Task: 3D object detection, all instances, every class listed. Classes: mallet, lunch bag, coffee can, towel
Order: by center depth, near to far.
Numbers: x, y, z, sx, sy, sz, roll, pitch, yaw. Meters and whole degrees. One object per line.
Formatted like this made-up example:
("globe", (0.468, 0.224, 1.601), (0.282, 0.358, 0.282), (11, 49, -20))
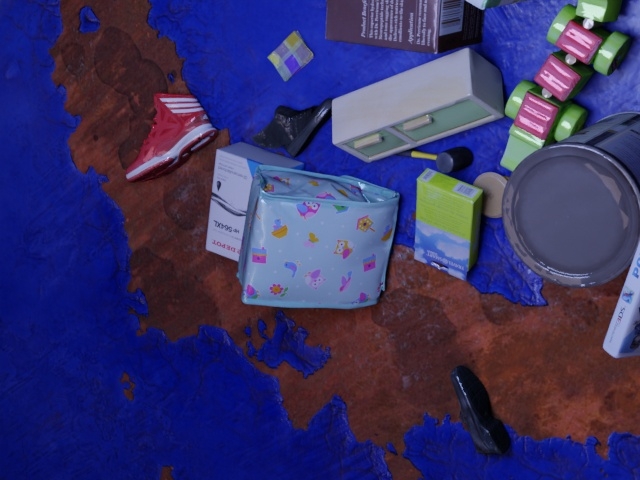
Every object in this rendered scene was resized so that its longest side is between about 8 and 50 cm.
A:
("coffee can", (0.409, -0.066, 1.650), (0.202, 0.275, 0.201), (11, 110, 31))
("mallet", (0.157, -0.143, 1.921), (0.190, 0.062, 0.039), (9, 109, 31))
("lunch bag", (0.000, 0.000, 2.001), (0.262, 0.160, 0.223), (5, 112, -12))
("towel", (-0.053, -0.327, 2.033), (0.083, 0.009, 0.060), (-37, 84, 35))

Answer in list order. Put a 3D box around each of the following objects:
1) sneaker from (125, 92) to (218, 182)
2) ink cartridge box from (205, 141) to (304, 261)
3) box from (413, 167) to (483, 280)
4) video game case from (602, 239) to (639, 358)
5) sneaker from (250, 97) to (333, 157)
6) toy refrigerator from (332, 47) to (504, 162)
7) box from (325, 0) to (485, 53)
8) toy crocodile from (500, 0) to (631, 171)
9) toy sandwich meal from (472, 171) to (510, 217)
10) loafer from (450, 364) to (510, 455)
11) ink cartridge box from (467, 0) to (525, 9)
("sneaker", (-0.303, -0.207, 2.203), (0.221, 0.087, 0.128), (-28, 80, 24))
("ink cartridge box", (-0.122, -0.061, 2.115), (0.148, 0.086, 0.203), (19, 114, 27))
("box", (0.211, -0.025, 1.907), (0.109, 0.042, 0.178), (24, 139, 26))
("video game case", (0.557, 0.014, 1.565), (0.036, 0.329, 0.300), (44, 128, 49))
("sneaker", (-0.047, -0.212, 2.040), (0.089, 0.051, 0.170), (46, 127, 8))
("toy refrigerator", (0.155, -0.211, 1.859), (0.269, 0.102, 0.094), (-16, 65, 35))
("box", (0.136, -0.394, 1.793), (0.203, 0.167, 0.168), (14, 113, 29))
("toy crocodile", (0.363, -0.242, 1.731), (0.115, 0.105, 0.340), (36, 122, 19))
("toy sandwich meal", (0.288, -0.076, 1.880), (0.086, 0.029, 0.085), (13, 113, 34))
("loafer", (0.263, 0.300, 1.994), (0.061, 0.062, 0.170), (-26, 89, 41))
("ink cartridge box", (0.279, -0.430, 1.662), (0.093, 0.212, 0.154), (36, 122, 23))
